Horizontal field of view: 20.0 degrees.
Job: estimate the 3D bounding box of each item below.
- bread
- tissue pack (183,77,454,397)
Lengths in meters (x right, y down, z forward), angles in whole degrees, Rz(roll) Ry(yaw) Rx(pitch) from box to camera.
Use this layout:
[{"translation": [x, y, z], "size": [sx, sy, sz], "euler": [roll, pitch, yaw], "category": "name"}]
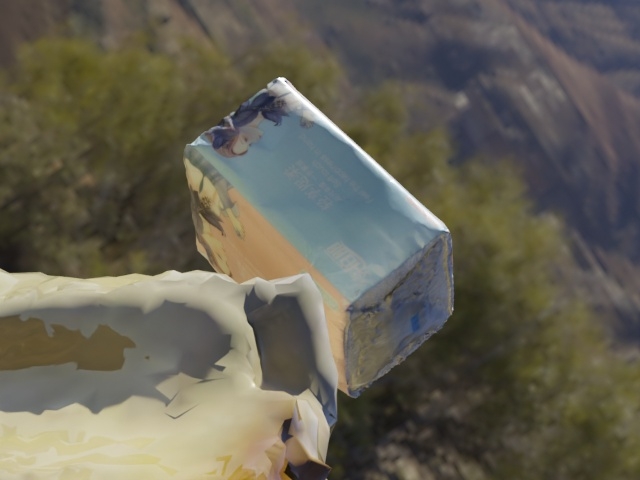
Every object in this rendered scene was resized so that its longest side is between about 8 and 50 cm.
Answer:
[{"translation": [-0.142, 0.239, 0.415], "size": [0.371, 0.279, 0.390], "euler": [-75, 165, -58], "category": "bread"}, {"translation": [0.000, 0.000, 0.658], "size": [0.094, 0.058, 0.074], "euler": [44, -21, 28], "category": "tissue pack"}]
